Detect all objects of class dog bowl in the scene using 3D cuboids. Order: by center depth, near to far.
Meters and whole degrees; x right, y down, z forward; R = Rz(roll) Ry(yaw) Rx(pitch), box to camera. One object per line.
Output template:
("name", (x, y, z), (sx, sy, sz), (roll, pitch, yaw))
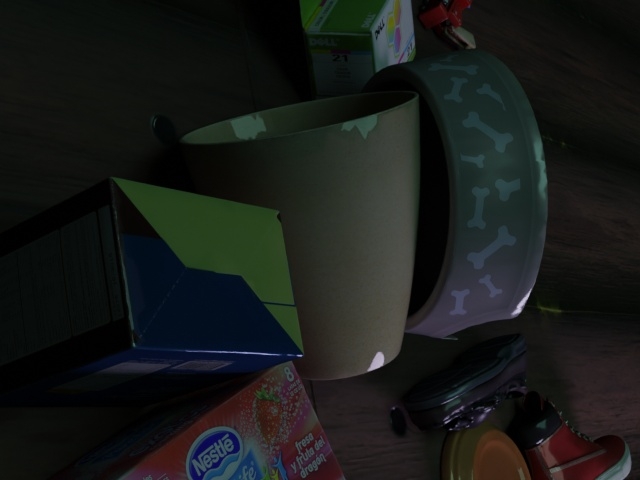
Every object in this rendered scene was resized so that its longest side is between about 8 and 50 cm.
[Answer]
("dog bowl", (0.124, -0.049, 1.271), (0.102, 0.349, 0.349), (-2, 72, -22))

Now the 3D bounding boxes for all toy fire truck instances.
("toy fire truck", (0.219, -0.344, 1.782), (0.135, 0.047, 0.192), (54, 37, -22))

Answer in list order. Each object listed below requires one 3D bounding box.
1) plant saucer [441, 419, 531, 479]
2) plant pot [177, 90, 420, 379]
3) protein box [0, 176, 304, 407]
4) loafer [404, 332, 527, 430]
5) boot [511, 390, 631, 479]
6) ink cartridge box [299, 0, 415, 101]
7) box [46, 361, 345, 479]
("plant saucer", (0.231, 0.332, 1.455), (0.200, 0.037, 0.200), (30, 50, -43))
("plant pot", (0.000, 0.000, 1.169), (0.256, 0.256, 0.274), (-29, 112, -55))
("protein box", (-0.160, 0.055, 0.927), (0.199, 0.201, 0.136), (10, 65, -51))
("loafer", (0.211, 0.203, 1.441), (0.302, 0.109, 0.095), (-21, 94, -58))
("boot", (0.375, 0.292, 1.632), (0.244, 0.088, 0.176), (-18, 86, -52))
("ink cartridge box", (0.047, -0.310, 1.396), (0.189, 0.097, 0.255), (-64, 153, -47))
("box", (-0.129, 0.232, 0.924), (0.300, 0.154, 0.142), (-30, 97, -54))
